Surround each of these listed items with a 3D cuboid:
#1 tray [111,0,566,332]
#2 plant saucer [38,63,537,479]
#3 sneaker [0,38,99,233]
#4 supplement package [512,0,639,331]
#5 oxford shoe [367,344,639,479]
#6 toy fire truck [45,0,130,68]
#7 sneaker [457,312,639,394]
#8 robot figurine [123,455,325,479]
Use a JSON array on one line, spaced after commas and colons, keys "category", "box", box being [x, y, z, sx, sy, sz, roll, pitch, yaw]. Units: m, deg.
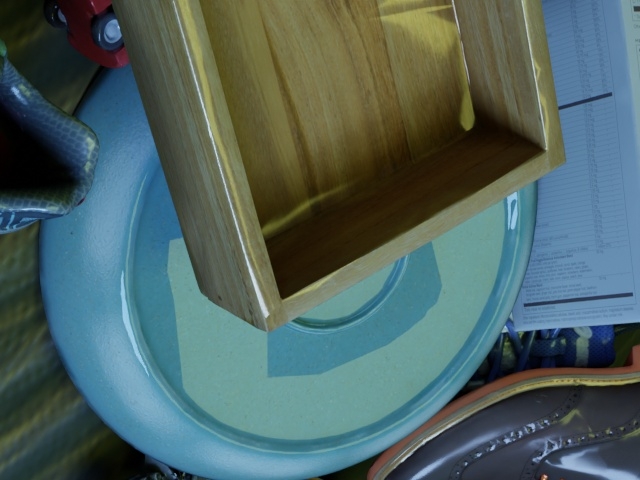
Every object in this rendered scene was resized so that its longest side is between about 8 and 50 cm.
[{"category": "tray", "box": [-0.011, -0.183, 0.687, 0.202, 0.076, 0.411, -29, 122, -26]}, {"category": "plant saucer", "box": [0.000, 0.000, 0.846, 0.317, 0.043, 0.318, -9, 111, -25]}, {"category": "sneaker", "box": [-0.185, -0.082, 0.603, 0.262, 0.125, 0.104, 38, 63, -53]}, {"category": "supplement package", "box": [0.202, -0.071, 0.946, 0.133, 0.139, 0.244, -4, 87, -32]}, {"category": "oxford shoe", "box": [0.167, 0.141, 0.991, 0.271, 0.098, 0.097, -16, 152, -4]}, {"category": "toy fire truck", "box": [-0.095, -0.193, 0.712, 0.135, 0.047, 0.192, -43, 136, -23]}, {"category": "sneaker", "box": [0.136, 0.052, 1.035, 0.296, 0.131, 0.112, -27, 130, -35]}, {"category": "robot figurine", "box": [-0.054, 0.238, 0.927, 0.291, 0.085, 0.211, 6, 75, -48]}]
